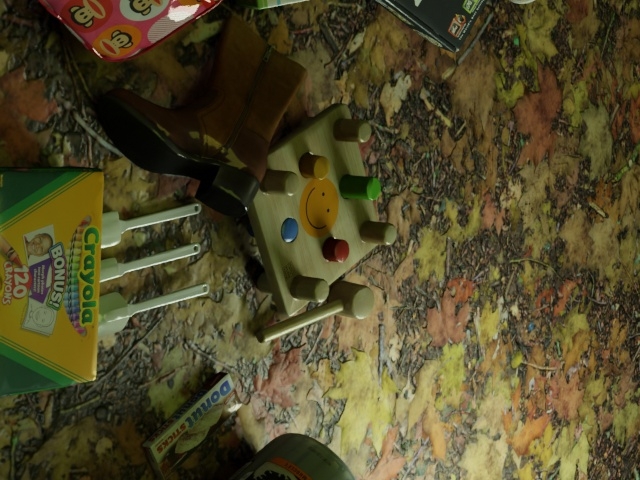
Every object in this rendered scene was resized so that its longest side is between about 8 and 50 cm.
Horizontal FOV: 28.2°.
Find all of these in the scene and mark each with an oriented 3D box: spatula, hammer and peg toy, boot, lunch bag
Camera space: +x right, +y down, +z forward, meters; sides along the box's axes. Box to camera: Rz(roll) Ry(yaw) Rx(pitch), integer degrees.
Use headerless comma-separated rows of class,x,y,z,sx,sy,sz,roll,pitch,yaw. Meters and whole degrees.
spatula,-0.250,0.035,1.784,0.242,0.019,0.168,-16,102,-49
hammer and peg toy,0.000,0.000,1.985,0.266,0.127,0.361,-37,123,-40
boot,-0.157,-0.212,1.787,0.264,0.096,0.280,30,59,-19
lunch bag,-0.231,-0.369,1.536,0.258,0.120,0.293,-30,148,8

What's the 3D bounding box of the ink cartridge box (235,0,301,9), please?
ink cartridge box,-0.005,-0.454,1.861,0.255,0.097,0.188,-15,109,-21

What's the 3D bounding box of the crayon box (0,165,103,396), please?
crayon box,-0.364,0.046,1.597,0.165,0.081,0.278,-4,98,-49

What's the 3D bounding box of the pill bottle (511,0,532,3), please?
pill bottle,0.336,-0.516,2.317,0.187,0.112,0.112,25,77,-49

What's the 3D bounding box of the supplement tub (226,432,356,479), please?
supplement tub,-0.097,0.445,1.891,0.316,0.193,0.193,-38,123,-40

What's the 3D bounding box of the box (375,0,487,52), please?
box,0.214,-0.549,2.091,0.318,0.097,0.395,27,96,-48

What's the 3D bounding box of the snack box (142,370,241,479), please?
snack box,-0.188,0.272,1.887,0.178,0.022,0.064,-43,125,-37
